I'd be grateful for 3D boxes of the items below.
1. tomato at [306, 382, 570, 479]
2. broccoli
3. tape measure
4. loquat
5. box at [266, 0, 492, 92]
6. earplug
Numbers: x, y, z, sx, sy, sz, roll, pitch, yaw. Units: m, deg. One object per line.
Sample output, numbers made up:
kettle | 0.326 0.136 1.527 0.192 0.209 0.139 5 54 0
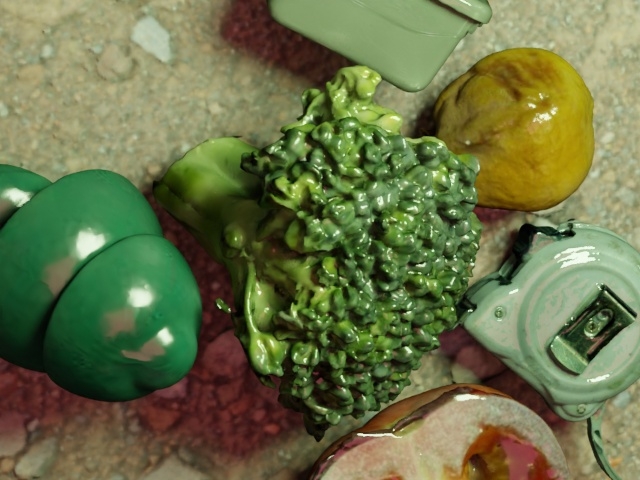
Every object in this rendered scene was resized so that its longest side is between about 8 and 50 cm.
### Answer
tomato | 0.087 0.221 1.515 0.228 0.112 0.199 -19 98 -9
broccoli | 0.000 0.000 1.412 0.248 0.245 0.288 -12 136 -51
tape measure | 0.266 0.117 1.544 0.330 0.084 0.164 38 98 -16
loquat | 0.150 -0.085 1.461 0.137 0.113 0.137 -4 130 -5
box | 0.034 -0.188 1.406 0.172 0.124 0.093 27 108 -15
earplug | -0.226 0.051 1.390 0.257 0.280 0.164 -50 150 -23
